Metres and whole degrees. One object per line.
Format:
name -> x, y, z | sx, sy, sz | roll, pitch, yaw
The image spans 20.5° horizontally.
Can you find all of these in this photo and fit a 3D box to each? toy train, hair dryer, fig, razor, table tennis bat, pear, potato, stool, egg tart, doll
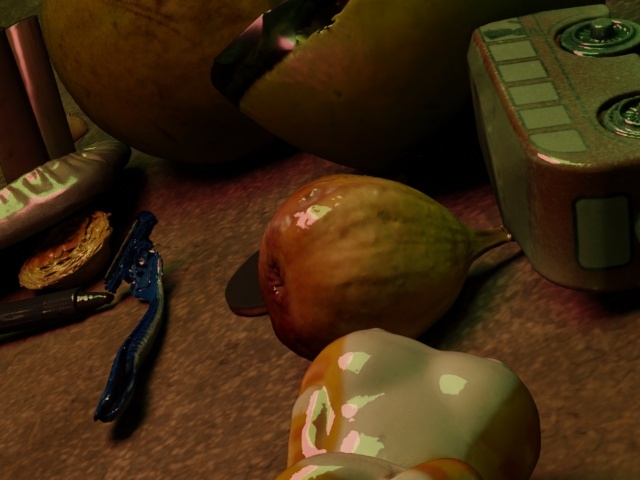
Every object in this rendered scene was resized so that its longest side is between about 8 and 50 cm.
toy train -> 0.209, -0.078, 1.406 | 0.159, 0.129, 0.326 | -10, 31, -2
hair dryer -> -0.334, 0.088, 1.853 | 0.255, 0.070, 0.128 | -12, 28, 26
fig -> 0.077, 0.009, 1.463 | 0.257, 0.159, 0.159 | -15, 20, -10
razor -> -0.176, 0.084, 1.680 | 0.093, 0.056, 0.324 | -60, 15, 23
table tennis bat -> 0.000, 0.000, 1.692 | 0.220, 0.019, 0.130 | -40, 26, -21
pear -> -0.134, -0.248, 1.965 | 0.413, 0.352, 0.352 | -13, 26, 52
potato -> -0.362, -0.140, 2.394 | 0.093, 0.037, 0.036 | -26, 27, 6
pear -> 0.110, -0.180, 1.658 | 0.399, 0.165, 0.399 | -31, -7, -4
stool -> -0.404, -0.102, 2.047 | 0.310, 0.226, 0.310 | -26, 11, 4
egg tart -> -0.272, 0.020, 1.935 | 0.129, 0.049, 0.129 | -28, 25, 15
doll -> 0.039, 0.170, 1.109 | 0.167, 0.162, 0.269 | 12, 30, 13
